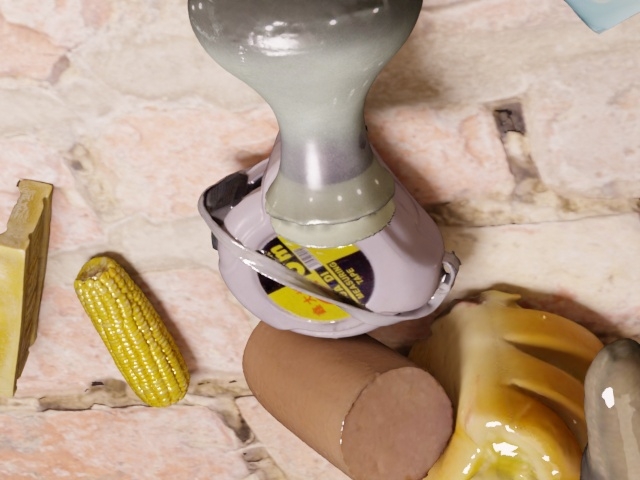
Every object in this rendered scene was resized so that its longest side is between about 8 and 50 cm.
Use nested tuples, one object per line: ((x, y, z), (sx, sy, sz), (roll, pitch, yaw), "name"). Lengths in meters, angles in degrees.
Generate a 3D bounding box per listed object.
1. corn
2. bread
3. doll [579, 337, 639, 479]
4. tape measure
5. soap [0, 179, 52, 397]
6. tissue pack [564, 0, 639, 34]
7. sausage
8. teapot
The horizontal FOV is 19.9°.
((-0.191, 0.097, 1.870), (0.067, 0.067, 0.206), (-8, 133, 23), "corn")
((0.179, 0.226, 1.780), (0.211, 0.270, 0.316), (12, 135, -20), "bread")
((0.355, 0.063, 1.467), (0.252, 0.379, 0.382), (6, 138, 34), "doll")
((0.000, 0.000, 1.664), (0.197, 0.120, 0.236), (-25, 122, 29), "tape measure")
((-0.304, 0.052, 1.830), (0.037, 0.092, 0.252), (16, 139, 1), "soap")
((0.189, -0.288, 1.312), (0.177, 0.089, 0.263), (-27, 123, 36), "tissue pack")
((0.015, 0.142, 1.746), (0.123, 0.123, 0.253), (42, 172, -30), "sausage")
((-0.004, -0.126, 1.446), (0.183, 0.183, 0.251), (2, 123, 13), "teapot")
